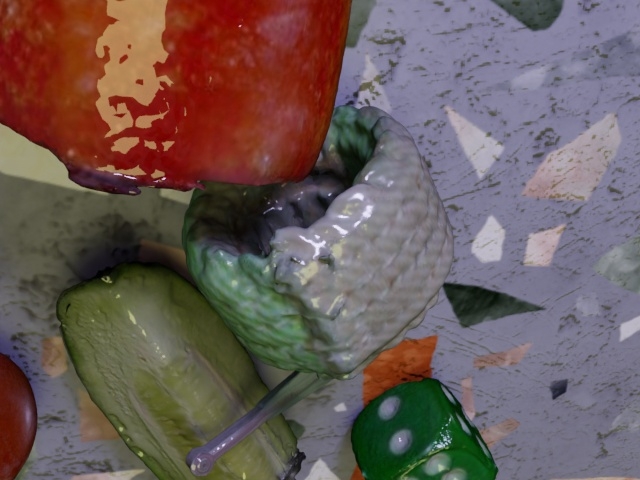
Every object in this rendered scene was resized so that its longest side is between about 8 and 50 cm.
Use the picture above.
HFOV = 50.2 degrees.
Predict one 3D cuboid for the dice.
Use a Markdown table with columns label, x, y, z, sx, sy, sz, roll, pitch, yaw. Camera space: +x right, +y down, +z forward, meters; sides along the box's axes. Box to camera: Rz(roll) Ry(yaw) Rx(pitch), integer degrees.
| label | x | y | z | sx | sy | sz | roll | pitch | yaw |
| --- | --- | --- | --- | --- | --- | --- | --- | --- | --- |
| dice | 0.121 | 0.249 | 0.800 | 0.131 | 0.120 | 0.128 | -36 | 120 | 6 |

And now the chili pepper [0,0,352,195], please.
| label | x | y | z | sx | sy | sz | roll | pitch | yaw |
| --- | --- | --- | --- | --- | --- | --- | --- | --- | --- |
| chili pepper | -0.096 | -0.202 | 0.449 | 0.252 | 0.229 | 0.305 | -2 | 110 | -23 |

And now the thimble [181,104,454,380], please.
| label | x | y | z | sx | sy | sz | roll | pitch | yaw |
| --- | --- | --- | --- | --- | --- | --- | --- | --- | --- |
| thimble | 0.000 | 0.000 | 0.570 | 0.219 | 0.219 | 0.150 | -28 | 123 | 3 |

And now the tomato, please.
| label | x | y | z | sx | sy | sz | roll | pitch | yaw |
| --- | --- | --- | --- | --- | --- | --- | --- | --- | --- |
| tomato | -0.354 | 0.174 | 0.624 | 0.167 | 0.167 | 0.167 | -6 | 120 | -11 |

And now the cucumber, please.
| label | x | y | z | sx | sy | sz | roll | pitch | yaw |
| --- | --- | --- | --- | --- | --- | --- | --- | --- | --- |
| cucumber | -0.143 | 0.137 | 0.686 | 0.145 | 0.105 | 0.325 | -11 | 125 | 24 |

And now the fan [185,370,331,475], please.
| label | x | y | z | sx | sy | sz | roll | pitch | yaw |
| --- | --- | --- | --- | --- | --- | --- | --- | --- | --- |
| fan | -0.015 | 0.146 | 0.690 | 0.282 | 0.023 | 0.057 | -34 | 127 | -29 |
